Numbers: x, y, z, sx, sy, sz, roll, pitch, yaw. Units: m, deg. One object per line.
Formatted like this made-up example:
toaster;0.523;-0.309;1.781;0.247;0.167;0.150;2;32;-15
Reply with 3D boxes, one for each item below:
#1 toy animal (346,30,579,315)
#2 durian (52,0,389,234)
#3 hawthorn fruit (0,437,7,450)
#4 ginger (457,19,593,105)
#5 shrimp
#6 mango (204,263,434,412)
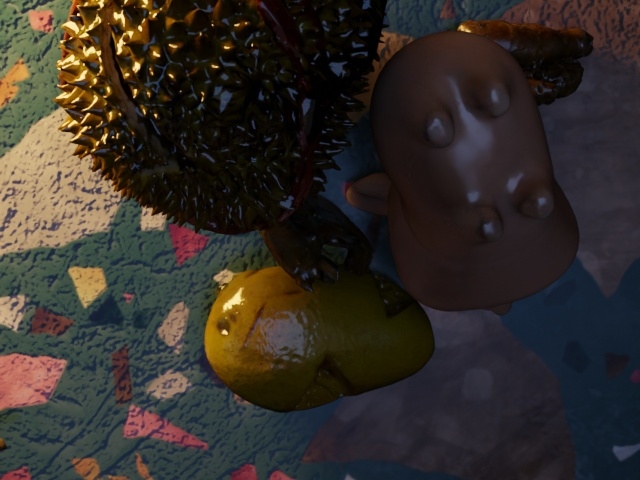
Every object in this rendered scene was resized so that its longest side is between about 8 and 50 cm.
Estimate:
toy animal;0.152;-0.068;1.448;0.237;0.269;0.326;-19;109;-2
durian;-0.094;-0.180;1.369;0.384;0.347;0.347;-25;101;-37
hawthorn fruit;-0.466;0.218;1.462;0.253;0.205;0.205;2;97;-11
ginger;0.231;-0.196;1.543;0.162;0.073;0.103;2;97;-7
shrimp;0.000;-0.003;1.491;0.132;0.187;0.051;3;125;-13
mango;0.000;0.105;1.529;0.262;0.130;0.167;-6;93;-11
